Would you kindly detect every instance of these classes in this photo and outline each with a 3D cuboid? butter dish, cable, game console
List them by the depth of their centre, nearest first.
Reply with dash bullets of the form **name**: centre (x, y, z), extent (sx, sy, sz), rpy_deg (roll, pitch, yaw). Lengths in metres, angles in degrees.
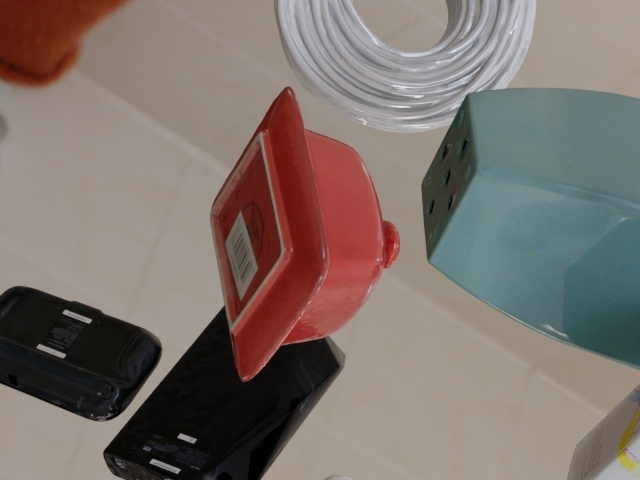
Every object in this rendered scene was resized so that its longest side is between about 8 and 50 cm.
- **butter dish**: centre (0.000, 0.000, 1.122), extent (0.160, 0.118, 0.160), rpy_deg (-54, -140, 46)
- **game console**: centre (-0.173, 0.115, 1.492), extent (0.361, 0.044, 0.213), rpy_deg (17, -130, 29)
- **cable**: centre (0.080, -0.231, 1.545), extent (0.089, 0.257, 0.257), rpy_deg (147, -53, -80)

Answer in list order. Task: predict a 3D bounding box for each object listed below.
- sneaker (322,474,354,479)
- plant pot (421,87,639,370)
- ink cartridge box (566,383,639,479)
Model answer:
- **sneaker**: centre (0.003, 0.236, 1.228), extent (0.232, 0.090, 0.115), rpy_deg (66, 26, -78)
- **plant pot**: centre (0.209, -0.022, 1.294), extent (0.165, 0.234, 0.165), rpy_deg (-91, -159, -49)
- **ink cartridge box**: centre (0.289, 0.167, 1.219), extent (0.176, 0.128, 0.127), rpy_deg (-48, -179, 22)
